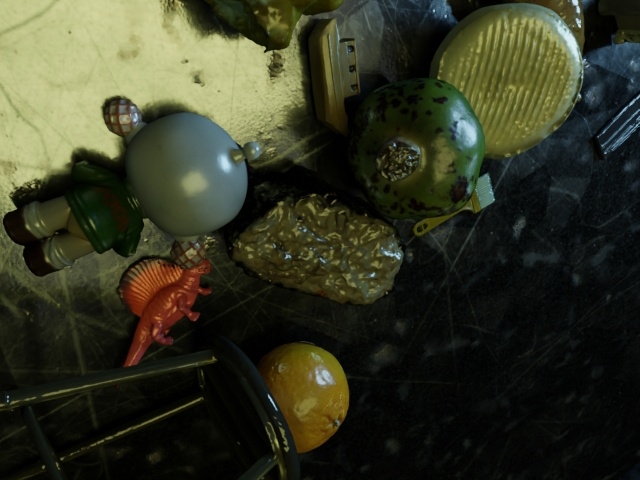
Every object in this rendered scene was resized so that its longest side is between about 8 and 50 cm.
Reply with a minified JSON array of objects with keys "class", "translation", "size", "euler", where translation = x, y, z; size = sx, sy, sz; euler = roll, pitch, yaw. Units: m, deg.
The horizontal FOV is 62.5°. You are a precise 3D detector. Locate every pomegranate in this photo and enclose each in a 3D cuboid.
[{"class":"pomegranate","translation":[0.158,-0.150,0.906],"size":[0.270,0.254,0.254],"euler":[-42,139,-61]}]

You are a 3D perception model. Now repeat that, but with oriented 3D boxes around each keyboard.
[{"class":"keyboard","translation":[0.765,-0.307,1.292],"size":[0.250,0.017,0.087],"euler":[-43,124,-4]}]

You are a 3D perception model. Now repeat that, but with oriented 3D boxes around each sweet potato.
[{"class":"sweet potato","translation":[0.451,-0.412,1.028],"size":[0.131,0.131,0.336],"euler":[-45,123,-3]}]

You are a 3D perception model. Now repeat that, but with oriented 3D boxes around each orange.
[{"class":"orange","translation":[-0.046,0.314,1.054],"size":[0.219,0.193,0.219],"euler":[-5,98,-34]}]

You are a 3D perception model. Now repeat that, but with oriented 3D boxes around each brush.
[{"class":"brush","translation":[0.292,-0.068,1.161],"size":[0.218,0.010,0.082],"euler":[-30,122,-11]}]

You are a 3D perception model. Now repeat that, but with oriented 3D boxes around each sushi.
[{"class":"sushi","translation":[0.000,0.000,0.949],"size":[0.350,0.171,0.210],"euler":[21,102,-31]}]

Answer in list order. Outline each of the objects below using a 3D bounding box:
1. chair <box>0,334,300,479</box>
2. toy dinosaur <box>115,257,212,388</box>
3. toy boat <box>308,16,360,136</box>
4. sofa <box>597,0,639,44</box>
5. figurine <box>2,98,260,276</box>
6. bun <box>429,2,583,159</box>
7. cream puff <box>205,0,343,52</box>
[{"class":"chair","translation":[-0.275,0.375,0.837],"size":[0.410,0.364,0.362],"euler":[-24,152,-31]},{"class":"toy dinosaur","translation":[-0.309,0.124,0.919],"size":[0.286,0.070,0.139],"euler":[-45,113,1]},{"class":"toy boat","translation":[0.027,-0.279,0.912],"size":[0.077,0.057,0.200],"euler":[-20,119,-25]},{"class":"sofa","translation":[0.734,-0.534,1.073],"size":[0.258,0.200,0.182],"euler":[-41,125,-4]},{"class":"figurine","translation":[-0.267,-0.069,0.793],"size":[0.370,0.167,0.281],"euler":[-24,106,-10]},{"class":"bun","translation":[0.339,-0.303,0.994],"size":[0.287,0.146,0.287],"euler":[2,125,3]},{"class":"cream puff","translation":[-0.105,-0.422,0.653],"size":[0.323,0.269,0.274],"euler":[28,115,-41]}]
